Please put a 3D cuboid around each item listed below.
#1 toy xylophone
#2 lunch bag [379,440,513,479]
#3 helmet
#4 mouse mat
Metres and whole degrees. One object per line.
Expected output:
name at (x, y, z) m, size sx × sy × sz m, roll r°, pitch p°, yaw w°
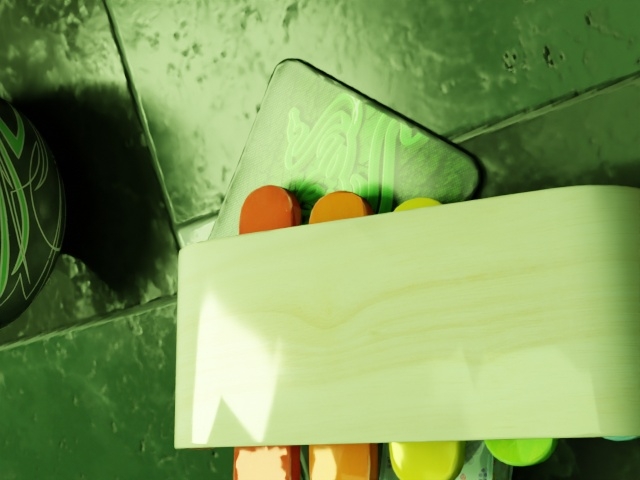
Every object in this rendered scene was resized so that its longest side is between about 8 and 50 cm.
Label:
toy xylophone at (0.040, 0.079, 0.490) m, size 0.323 × 0.081 × 0.236 m, roll 1°, pitch 79°, yaw 29°
lunch bag at (0.073, 0.141, 0.542) m, size 0.071 × 0.053 × 0.083 m, roll 6°, pitch 91°, yaw 29°
helmet at (-0.254, -0.023, 0.634) m, size 0.162 × 0.169 × 0.169 m, roll 13°, pitch 106°, yaw 44°
mouse mat at (0.000, 0.000, 0.584) m, size 0.153 × 0.007 × 0.189 m, roll 32°, pitch 112°, yaw 21°
